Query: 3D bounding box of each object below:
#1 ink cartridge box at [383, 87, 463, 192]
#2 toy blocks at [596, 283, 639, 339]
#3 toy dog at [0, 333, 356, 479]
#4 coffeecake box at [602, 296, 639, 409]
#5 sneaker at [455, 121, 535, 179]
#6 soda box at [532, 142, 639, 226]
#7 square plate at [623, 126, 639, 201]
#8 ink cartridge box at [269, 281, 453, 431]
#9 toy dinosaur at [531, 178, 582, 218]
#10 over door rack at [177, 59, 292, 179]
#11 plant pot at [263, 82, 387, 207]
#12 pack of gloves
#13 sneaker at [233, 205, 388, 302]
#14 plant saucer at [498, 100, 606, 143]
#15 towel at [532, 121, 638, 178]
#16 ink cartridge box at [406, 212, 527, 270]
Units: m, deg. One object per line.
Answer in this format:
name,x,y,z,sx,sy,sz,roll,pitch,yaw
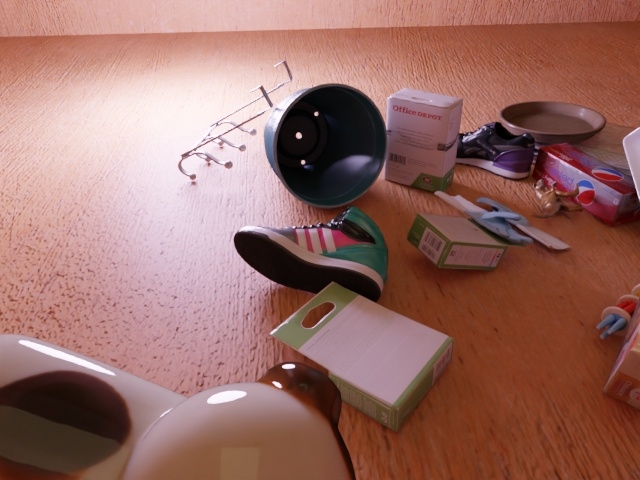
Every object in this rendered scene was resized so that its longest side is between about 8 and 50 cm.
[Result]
ink cartridge box,0.246,-0.243,1.261,0.160,0.219,0.092,21,40,28
toy blocks,0.531,0.139,0.846,0.148,0.054,0.123,-23,40,-29
toy dog,-0.167,0.213,0.475,0.407,0.395,0.284,0,25,17
coffeecake box,0.480,0.128,0.737,0.068,0.142,0.185,24,60,27
sneaker,0.425,-0.264,1.373,0.283,0.124,0.107,22,40,30
soda box,0.624,-0.138,1.221,0.092,0.083,0.263,-12,35,-17
square plate,0.753,-0.145,0.951,0.049,0.344,0.347,17,58,-20
ink cartridge box,0.063,0.168,0.813,0.235,0.056,0.171,21,40,32
toy dinosaur,0.528,-0.080,1.176,0.112,0.064,0.211,-10,22,19
over door rack,-0.204,-0.297,1.348,0.324,0.108,0.239,-33,22,28
plant pot,-0.019,-0.240,1.247,0.271,0.272,0.255,-14,23,-18
pack of gloves,0.386,-0.058,1.090,0.195,0.046,0.232,2,28,-34
sneaker,0.000,0.000,0.994,0.295,0.124,0.178,19,43,14
plant saucer,0.639,-0.329,1.451,0.277,0.041,0.278,-2,31,1
towel,0.748,-0.260,1.428,0.331,0.053,0.317,20,39,26
ink cartridge box,0.286,0.004,1.018,0.209,0.062,0.109,3,29,-31
